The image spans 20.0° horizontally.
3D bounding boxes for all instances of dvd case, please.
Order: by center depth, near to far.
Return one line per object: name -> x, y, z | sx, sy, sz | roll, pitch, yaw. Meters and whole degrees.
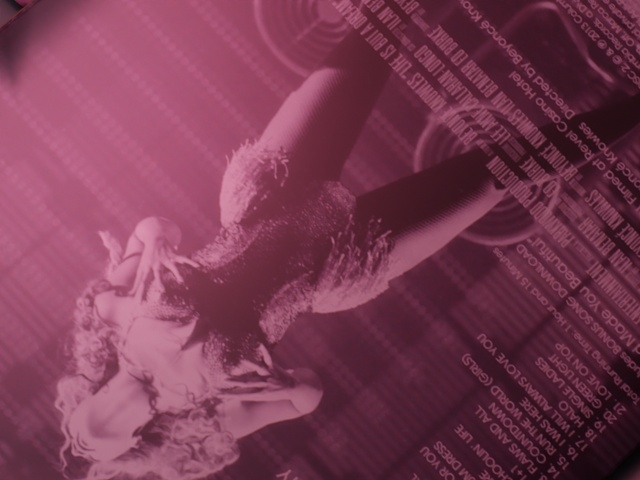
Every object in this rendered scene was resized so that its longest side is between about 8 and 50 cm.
dvd case -> 0.000, 0.000, 0.406 | 0.221, 0.018, 0.164 | -42, 87, -16

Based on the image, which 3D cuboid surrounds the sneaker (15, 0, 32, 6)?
sneaker -> -0.050, -0.074, 0.463 | 0.119, 0.057, 0.047 | 37, 75, 24
